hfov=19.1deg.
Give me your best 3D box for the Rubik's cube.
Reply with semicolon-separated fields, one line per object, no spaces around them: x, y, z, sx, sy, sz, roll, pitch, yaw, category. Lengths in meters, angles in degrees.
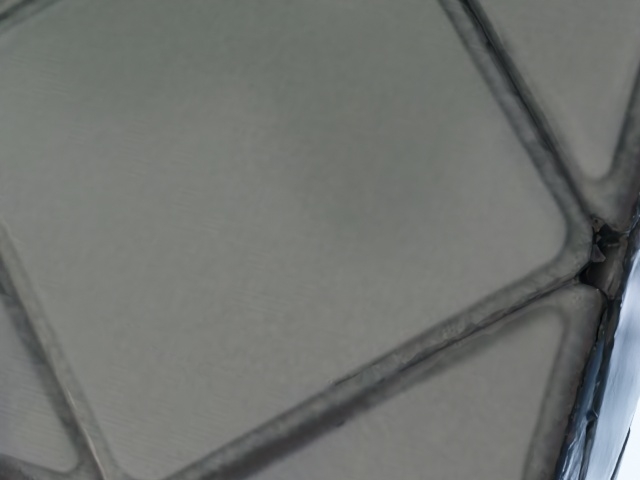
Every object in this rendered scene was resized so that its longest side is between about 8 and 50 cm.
0.000;0.000;0.583;0.207;0.205;0.205;17;-98;14;Rubik's cube
